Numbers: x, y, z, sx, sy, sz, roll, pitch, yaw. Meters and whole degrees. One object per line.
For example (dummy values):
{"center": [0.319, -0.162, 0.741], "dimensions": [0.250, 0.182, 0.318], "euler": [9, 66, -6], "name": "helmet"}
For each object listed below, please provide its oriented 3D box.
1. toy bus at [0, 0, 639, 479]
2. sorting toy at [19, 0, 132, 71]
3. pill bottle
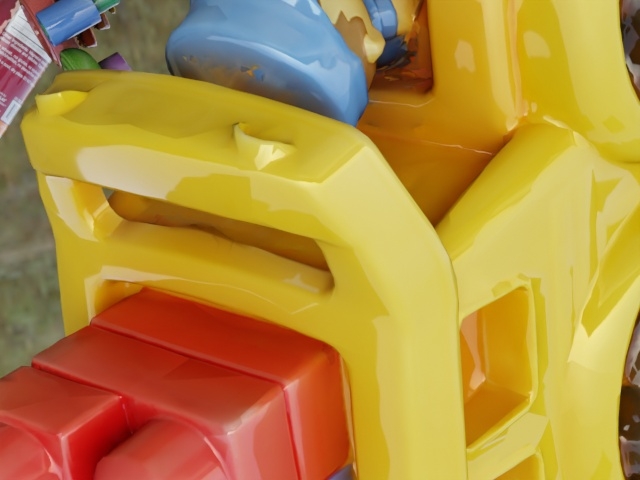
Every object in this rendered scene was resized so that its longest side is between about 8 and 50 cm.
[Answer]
{"center": [0.000, 0.000, 0.392], "dimensions": [0.149, 0.220, 0.211], "euler": [15, -148, 38], "name": "toy bus"}
{"center": [-0.103, -0.093, 0.773], "dimensions": [0.042, 0.102, 0.061], "euler": [-30, 150, -9], "name": "sorting toy"}
{"center": [-0.235, -0.155, 1.238], "dimensions": [0.152, 0.086, 0.086], "euler": [-57, 172, -4], "name": "pill bottle"}
